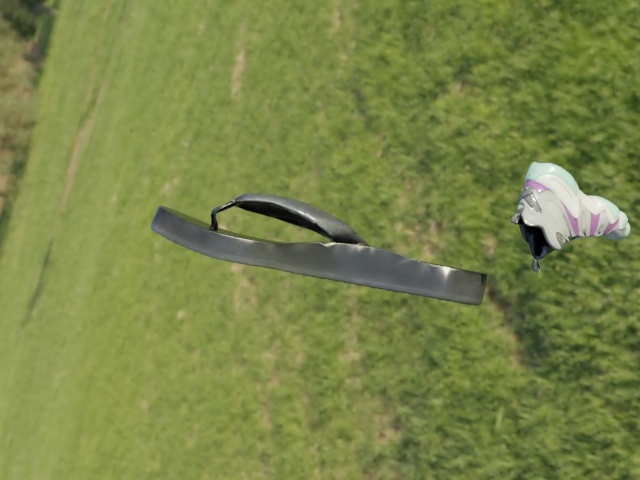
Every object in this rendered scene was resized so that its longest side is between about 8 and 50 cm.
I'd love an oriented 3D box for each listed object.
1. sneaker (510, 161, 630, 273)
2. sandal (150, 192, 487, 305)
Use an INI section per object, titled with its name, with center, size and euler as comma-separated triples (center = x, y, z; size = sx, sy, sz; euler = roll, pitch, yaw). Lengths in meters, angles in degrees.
[sneaker]
center = 0.171, -0.005, 0.799
size = 0.069, 0.098, 0.038
euler = -64, 25, -7
[sandal]
center = 0.000, 0.000, 0.860
size = 0.097, 0.255, 0.054
euler = -156, 76, -87
